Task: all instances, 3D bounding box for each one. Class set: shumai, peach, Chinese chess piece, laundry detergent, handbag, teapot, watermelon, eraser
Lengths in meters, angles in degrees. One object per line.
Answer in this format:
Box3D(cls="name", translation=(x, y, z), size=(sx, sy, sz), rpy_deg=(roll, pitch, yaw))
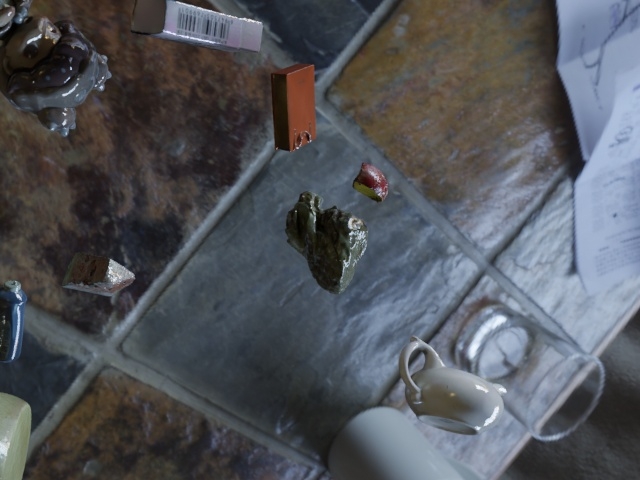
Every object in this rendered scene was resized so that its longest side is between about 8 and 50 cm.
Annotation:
Box3D(cls="shumai", translation=(0.002, 0.001, 1.663), size=(0.218, 0.256, 0.189), rpy_deg=(32, 78, 9))
Box3D(cls="peach", translation=(0.083, -0.105, 1.190), size=(0.083, 0.077, 0.050), rpy_deg=(30, 89, -44))
Box3D(cls="Chinese chess piece", translation=(-0.464, 0.322, 0.930), size=(0.092, 0.238, 0.237), rpy_deg=(11, 105, -14))
Box3D(cls="laundry detergent", translation=(-0.733, 0.180, 1.608), size=(0.061, 0.097, 0.206), rpy_deg=(-21, 133, -60))
Box3D(cls="handbag", translation=(-0.062, -0.315, 1.645), size=(0.127, 0.063, 0.190), rpy_deg=(-38, 134, -52))
Box3D(cls="teapot", translation=(0.273, 0.317, 1.437), size=(0.298, 0.204, 0.139), rpy_deg=(33, 65, -31))
Box3D(cls="watermelon", translation=(-0.517, 0.089, 1.659), size=(0.154, 0.241, 0.094), rpy_deg=(26, 71, -24))
Box3D(cls="eraser", translation=(-0.275, -0.485, 1.567), size=(0.287, 0.130, 0.086), rpy_deg=(-4, 108, -48))

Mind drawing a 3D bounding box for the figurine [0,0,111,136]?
Box3D(cls="figurine", translation=(-0.630, -0.414, 1.459), size=(0.380, 0.203, 0.248), rpy_deg=(48, 45, -35))
